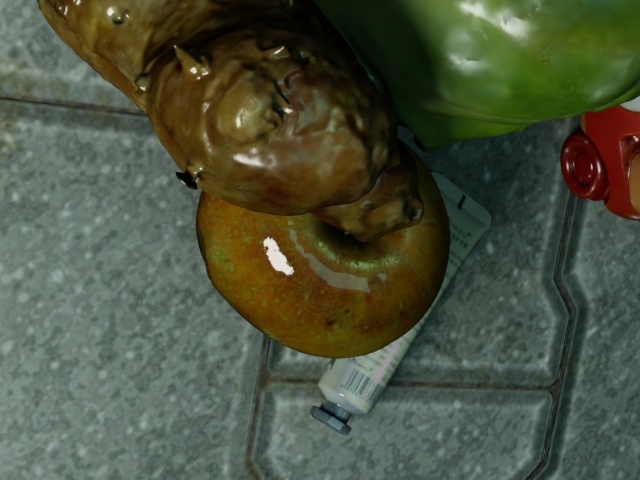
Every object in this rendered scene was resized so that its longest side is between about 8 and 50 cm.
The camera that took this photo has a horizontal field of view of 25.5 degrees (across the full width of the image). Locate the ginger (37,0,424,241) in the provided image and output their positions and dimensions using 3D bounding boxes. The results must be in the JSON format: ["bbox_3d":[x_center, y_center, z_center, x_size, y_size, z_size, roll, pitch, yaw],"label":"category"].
[{"bbox_3d":[-0.094,-0.161,1.105,0.176,0.254,0.418,-46,77,6],"label":"ginger"}]

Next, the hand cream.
[{"bbox_3d":[0.077,0.068,1.429,0.095,0.059,0.276,36,81,-27],"label":"hand cream"}]

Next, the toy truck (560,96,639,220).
[{"bbox_3d":[0.376,-0.121,1.421,0.189,0.239,0.265,-11,107,-24],"label":"toy truck"}]

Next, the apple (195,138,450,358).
[{"bbox_3d":[0.000,0.000,1.304,0.236,0.207,0.237,3,83,-22],"label":"apple"}]

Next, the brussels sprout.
[{"bbox_3d":[0.193,-0.272,1.210,0.425,0.361,0.342,-35,110,-20],"label":"brussels sprout"}]
